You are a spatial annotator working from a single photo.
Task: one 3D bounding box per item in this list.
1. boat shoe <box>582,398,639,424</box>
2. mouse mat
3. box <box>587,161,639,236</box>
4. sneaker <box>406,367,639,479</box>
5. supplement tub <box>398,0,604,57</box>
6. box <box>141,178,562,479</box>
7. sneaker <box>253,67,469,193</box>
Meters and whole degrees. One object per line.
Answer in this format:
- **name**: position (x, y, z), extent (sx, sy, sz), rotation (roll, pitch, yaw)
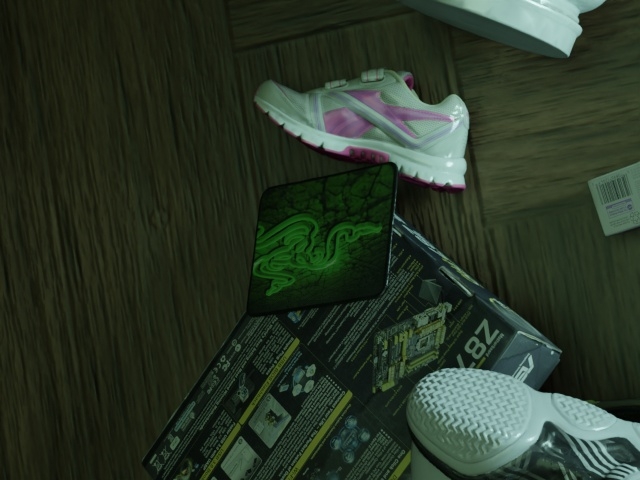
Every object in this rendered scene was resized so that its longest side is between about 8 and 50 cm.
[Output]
- **boat shoe**: position (0.357, 0.209, 1.507), extent (0.305, 0.091, 0.109), rotation (0, 84, 12)
- **mouse mat**: position (0.000, 0.000, 1.576), extent (0.190, 0.007, 0.152), rotation (-11, 63, 38)
- **box**: position (0.415, -0.080, 1.458), extent (0.324, 0.063, 0.067), rotation (-22, 84, 39)
- **sneaker**: position (0.234, 0.265, 1.334), extent (0.366, 0.137, 0.210), rotation (21, 120, 21)
- **supplement tub**: position (0.213, -0.369, 1.503), extent (0.235, 0.235, 0.324), rotation (21, 94, 17)
- **box**: position (0.016, 0.176, 1.551), extent (0.395, 0.097, 0.318), rotation (-56, 45, 7)
- **sneaker**: position (0.052, -0.137, 1.623), extent (0.252, 0.103, 0.111), rotation (19, 89, 11)
